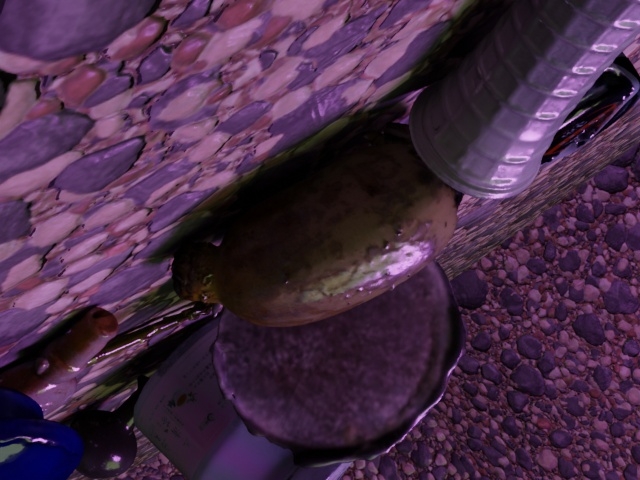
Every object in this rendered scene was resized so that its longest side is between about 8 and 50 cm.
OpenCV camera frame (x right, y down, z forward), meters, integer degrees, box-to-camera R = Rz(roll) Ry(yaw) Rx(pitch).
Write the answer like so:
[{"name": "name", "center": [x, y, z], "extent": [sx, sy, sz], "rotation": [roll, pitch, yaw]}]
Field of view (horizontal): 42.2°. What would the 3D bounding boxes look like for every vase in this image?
[{"name": "vase", "center": [0.193, -0.167, 0.695], "extent": [0.143, 0.143, 0.299], "rotation": [-26, 164, -27]}, {"name": "vase", "center": [-0.327, 0.300, 1.349], "extent": [0.183, 0.120, 0.120], "rotation": [-47, 167, 5]}]

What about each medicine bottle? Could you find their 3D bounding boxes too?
[{"name": "medicine bottle", "center": [-0.102, 0.288, 1.266], "extent": [0.245, 0.290, 0.245], "rotation": [-46, 164, -17]}]

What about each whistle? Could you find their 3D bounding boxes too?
[{"name": "whistle", "center": [-0.294, 0.147, 0.900], "extent": [0.220, 0.057, 0.107], "rotation": [-40, 161, 25]}]

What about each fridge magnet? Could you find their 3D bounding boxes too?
[{"name": "fridge magnet", "center": [-0.365, 0.222, 0.797], "extent": [0.265, 0.113, 0.265], "rotation": [-17, 155, -8]}]

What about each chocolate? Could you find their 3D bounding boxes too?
[{"name": "chocolate", "center": [0.007, 0.104, 1.044], "extent": [0.303, 0.303, 0.213], "rotation": [-31, -173, -3]}]

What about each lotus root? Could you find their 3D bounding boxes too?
[{"name": "lotus root", "center": [0.000, 0.000, 0.851], "extent": [0.309, 0.173, 0.173], "rotation": [-24, 169, 0]}]

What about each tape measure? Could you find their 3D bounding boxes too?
[{"name": "tape measure", "center": [0.293, -0.168, 1.008], "extent": [0.182, 0.107, 0.181], "rotation": [-38, 164, 29]}]

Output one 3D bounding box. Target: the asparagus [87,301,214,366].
[{"name": "asparagus", "center": [-0.227, 0.120, 1.052], "extent": [0.248, 0.024, 0.025], "rotation": [-24, -151, -38]}]
